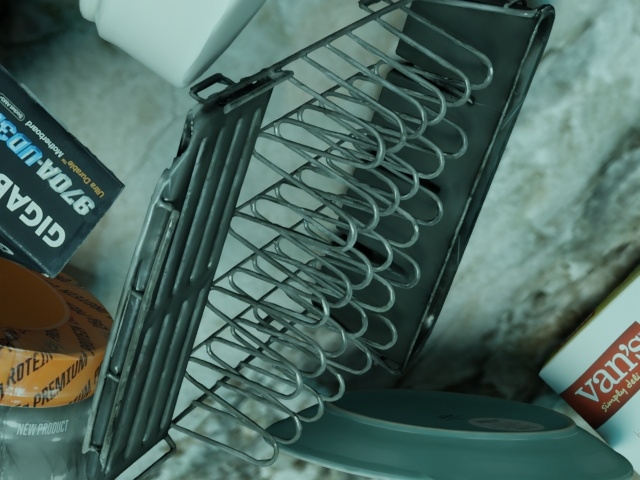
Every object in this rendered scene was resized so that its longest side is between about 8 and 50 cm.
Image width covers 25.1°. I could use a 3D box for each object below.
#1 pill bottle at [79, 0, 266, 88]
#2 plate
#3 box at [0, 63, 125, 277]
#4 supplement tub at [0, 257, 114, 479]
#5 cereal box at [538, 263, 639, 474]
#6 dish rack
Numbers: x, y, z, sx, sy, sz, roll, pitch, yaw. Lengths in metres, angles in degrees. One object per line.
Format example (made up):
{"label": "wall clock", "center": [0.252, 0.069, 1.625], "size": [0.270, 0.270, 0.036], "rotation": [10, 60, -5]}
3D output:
{"label": "pill bottle", "center": [-0.136, -0.201, 0.510], "size": [0.318, 0.176, 0.176], "rotation": [38, 113, -3]}
{"label": "plate", "center": [0.065, 0.097, 0.731], "size": [0.188, 0.188, 0.024], "rotation": [5, 92, -4]}
{"label": "box", "center": [-0.200, -0.073, 0.596], "size": [0.051, 0.220, 0.175], "rotation": [-53, 123, -16]}
{"label": "supplement tub", "center": [-0.229, 0.158, 0.721], "size": [0.194, 0.193, 0.316], "rotation": [22, 103, -13]}
{"label": "cereal box", "center": [0.257, 0.092, 0.743], "size": [0.240, 0.047, 0.173], "rotation": [44, 112, 6]}
{"label": "dish rack", "center": [0.000, 0.000, 0.628], "size": [0.074, 0.271, 0.208], "rotation": [26, 119, 17]}
